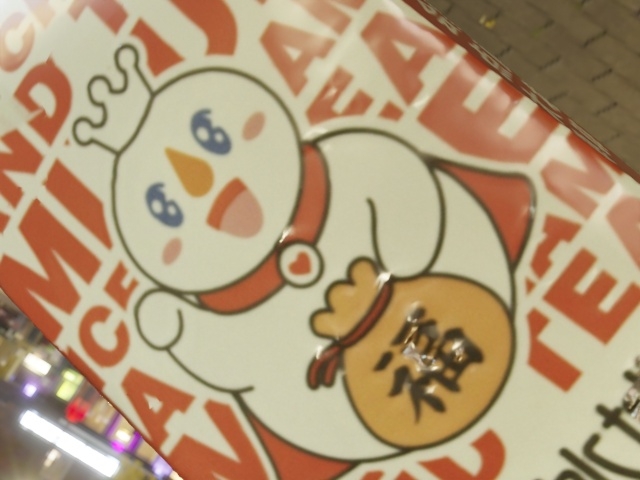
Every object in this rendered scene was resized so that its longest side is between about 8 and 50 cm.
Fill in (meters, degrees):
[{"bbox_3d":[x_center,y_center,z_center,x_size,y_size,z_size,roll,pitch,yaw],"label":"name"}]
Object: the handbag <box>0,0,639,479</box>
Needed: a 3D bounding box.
[{"bbox_3d":[0.000,0.000,0.397,0.298,0.171,0.151,36,-169,-2],"label":"handbag"}]
